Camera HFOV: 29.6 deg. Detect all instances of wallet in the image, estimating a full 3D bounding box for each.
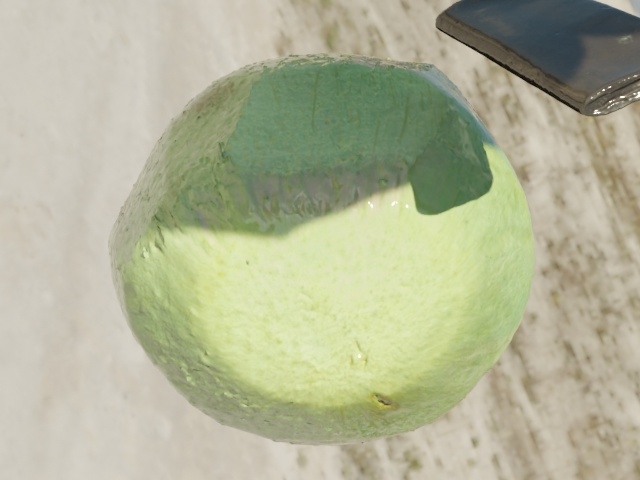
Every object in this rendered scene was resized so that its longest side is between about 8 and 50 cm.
[{"bbox_3d":[0.133,-0.112,0.672,0.156,0.082,0.018,44,-28,52],"label":"wallet"}]

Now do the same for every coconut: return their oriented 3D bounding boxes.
[{"bbox_3d":[0.000,0.000,0.899,0.281,0.328,0.328,57,17,-15],"label":"coconut"}]
